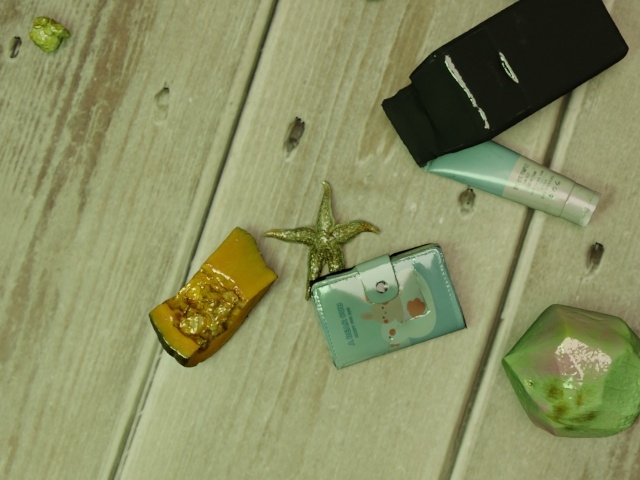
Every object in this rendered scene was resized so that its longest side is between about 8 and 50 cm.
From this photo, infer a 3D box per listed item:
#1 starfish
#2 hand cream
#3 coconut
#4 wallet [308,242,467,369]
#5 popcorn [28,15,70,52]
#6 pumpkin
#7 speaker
[{"bbox_3d":[0.000,0.000,1.498,0.217,0.050,0.223,0,81,13],"label":"starfish"},{"bbox_3d":[0.342,-0.114,1.470,0.312,0.070,0.111,27,90,15],"label":"hand cream"},{"bbox_3d":[0.420,0.215,1.361,0.236,0.236,0.204,5,52,6],"label":"coconut"},{"bbox_3d":[0.117,0.115,1.454,0.250,0.075,0.176,-18,98,4],"label":"wallet"},{"bbox_3d":[-0.517,-0.397,1.564,0.083,0.059,0.068,-2,109,20],"label":"popcorn"},{"bbox_3d":[-0.194,0.110,1.473,0.248,0.126,0.131,-41,75,-18],"label":"pumpkin"},{"bbox_3d":[0.320,-0.297,1.430,0.388,0.184,0.180,-31,92,-16],"label":"speaker"}]
